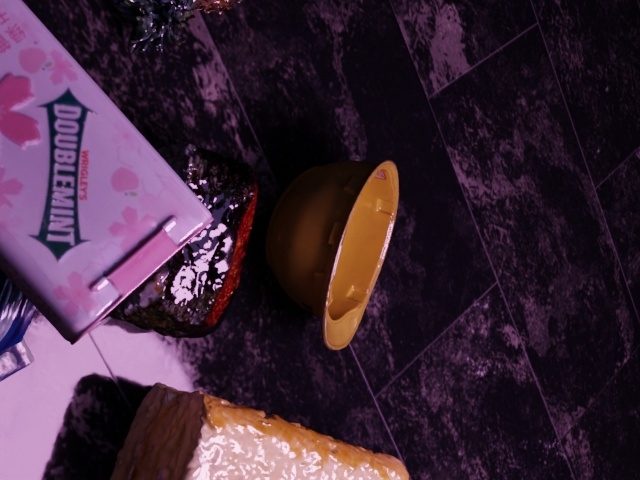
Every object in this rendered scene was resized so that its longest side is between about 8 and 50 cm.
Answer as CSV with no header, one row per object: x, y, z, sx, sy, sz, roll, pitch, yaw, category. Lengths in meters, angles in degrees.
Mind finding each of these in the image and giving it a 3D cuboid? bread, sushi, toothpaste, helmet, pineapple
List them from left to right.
-0.364,0.150,0.995,0.140,0.021,0.037,-38,117,-38,toothpaste
-0.164,0.001,1.099,0.126,0.136,0.225,15,86,-37,sushi
-0.152,-0.310,1.145,0.083,0.103,0.221,43,58,7,pineapple
-0.069,0.334,1.146,0.375,0.165,0.236,26,74,-38,bread
0.000,0.000,1.236,0.257,0.140,0.205,-70,160,-3,helmet

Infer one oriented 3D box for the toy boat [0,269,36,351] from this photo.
-0.406,0.029,0.937,0.292,0.070,0.210,-8,89,-37,toy boat

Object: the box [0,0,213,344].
-0.297,-0.094,0.929,0.190,0.112,0.369,-43,94,-26,box
